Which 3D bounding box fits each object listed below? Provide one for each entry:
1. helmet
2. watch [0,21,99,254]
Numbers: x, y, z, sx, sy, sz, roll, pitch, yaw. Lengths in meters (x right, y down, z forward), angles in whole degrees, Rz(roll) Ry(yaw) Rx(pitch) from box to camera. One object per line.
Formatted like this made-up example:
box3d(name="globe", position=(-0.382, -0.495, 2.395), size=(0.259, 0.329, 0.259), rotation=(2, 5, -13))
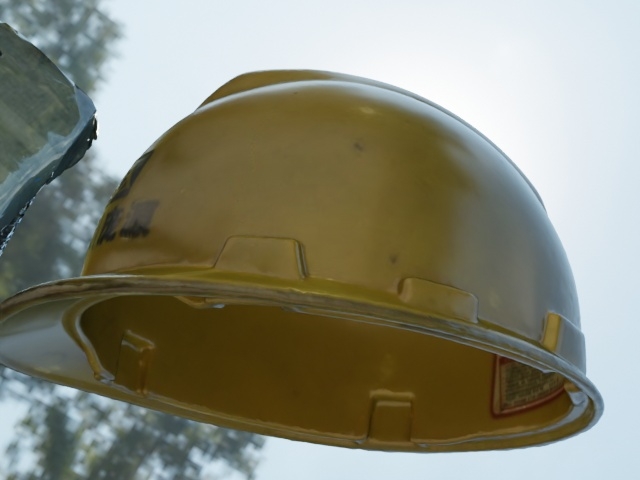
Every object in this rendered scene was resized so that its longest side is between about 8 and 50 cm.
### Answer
box3d(name="helmet", position=(0.000, 0.000, 0.624), size=(0.205, 0.257, 0.140), rotation=(-33, -135, 59))
box3d(name="watch", position=(-0.199, 0.054, 0.522), size=(0.276, 0.068, 0.274), rotation=(-53, -171, -28))
